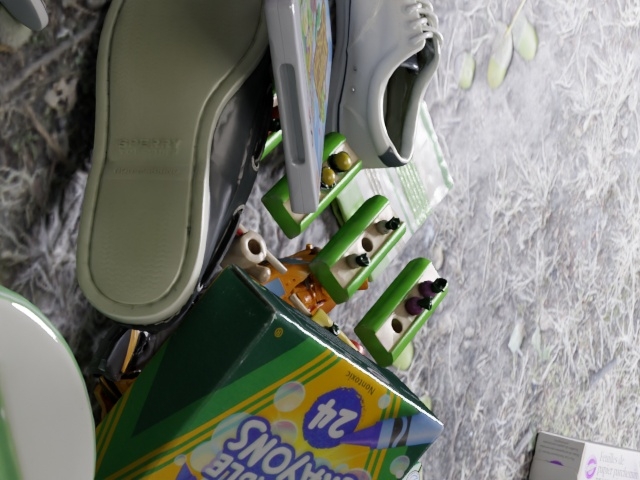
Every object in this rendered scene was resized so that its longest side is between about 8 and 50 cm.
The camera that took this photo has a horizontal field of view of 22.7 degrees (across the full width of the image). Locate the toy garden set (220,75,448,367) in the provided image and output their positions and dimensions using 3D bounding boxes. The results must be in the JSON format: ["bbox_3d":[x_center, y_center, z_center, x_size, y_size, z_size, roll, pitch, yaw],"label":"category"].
[{"bbox_3d":[0.000,0.000,1.294,0.244,0.049,0.204,54,45,-12],"label":"toy garden set"}]

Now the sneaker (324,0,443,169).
[{"bbox_3d":[0.067,-0.186,1.405,0.094,0.091,0.258,0,98,-53],"label":"sneaker"}]

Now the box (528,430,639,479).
[{"bbox_3d":[0.356,0.279,1.916,0.324,0.067,0.063,18,83,-54],"label":"box"}]

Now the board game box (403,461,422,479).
[{"bbox_3d":[-0.013,0.344,1.459,0.317,0.046,0.213,-18,111,-50],"label":"board game box"}]

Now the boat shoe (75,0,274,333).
[{"bbox_3d":[-0.098,-0.088,1.196,0.113,0.127,0.340,74,21,-69],"label":"boat shoe"}]

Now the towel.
[{"bbox_3d":[0.065,-0.049,1.497,0.152,0.023,0.113,-48,130,-33],"label":"towel"}]

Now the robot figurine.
[{"bbox_3d":[-0.069,0.117,1.300,0.291,0.085,0.211,-30,118,-46],"label":"robot figurine"}]

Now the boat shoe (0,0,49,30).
[{"bbox_3d":[-0.210,-0.190,1.089,0.035,0.035,0.100,-52,128,-29],"label":"boat shoe"}]

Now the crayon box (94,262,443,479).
[{"bbox_3d":[-0.085,0.201,1.168,0.323,0.083,0.203,-51,130,4],"label":"crayon box"}]

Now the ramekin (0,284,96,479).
[{"bbox_3d":[-0.279,0.146,0.975,0.303,0.148,0.303,-16,110,-50],"label":"ramekin"}]

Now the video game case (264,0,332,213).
[{"bbox_3d":[-0.013,-0.161,1.215,0.212,0.023,0.193,-86,172,-47],"label":"video game case"}]
